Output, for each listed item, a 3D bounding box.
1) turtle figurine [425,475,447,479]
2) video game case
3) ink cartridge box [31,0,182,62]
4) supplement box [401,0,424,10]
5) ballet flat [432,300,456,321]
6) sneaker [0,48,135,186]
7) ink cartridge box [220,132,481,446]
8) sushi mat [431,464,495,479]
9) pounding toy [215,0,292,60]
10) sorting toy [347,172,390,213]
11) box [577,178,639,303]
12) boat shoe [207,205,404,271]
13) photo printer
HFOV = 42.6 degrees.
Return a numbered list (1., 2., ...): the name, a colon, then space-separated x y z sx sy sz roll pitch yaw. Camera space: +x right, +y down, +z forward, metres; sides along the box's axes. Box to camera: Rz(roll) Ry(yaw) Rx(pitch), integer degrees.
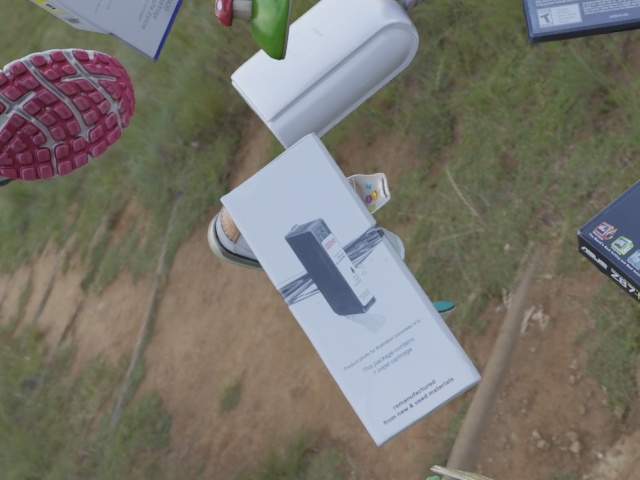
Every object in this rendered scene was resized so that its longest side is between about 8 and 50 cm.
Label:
1. turtle figurine: 0.321 0.592 1.736 0.274 0.266 0.198 -15 46 10
2. video game case: 0.317 -0.366 0.940 0.196 0.026 0.274 -7 75 5
3. ink cartridge box: -0.270 -0.415 0.958 0.072 0.307 0.304 14 79 44
4. supplement box: 0.216 -0.496 1.338 0.239 0.130 0.073 -30 1 2
5. ballet flat: 0.209 0.159 1.637 0.057 0.168 0.052 13 106 45
6. sneaker: -0.332 -0.110 0.821 0.299 0.121 0.112 -26 29 -9
7. ink cartridge box: 0.033 0.051 0.821 0.114 0.197 0.273 -33 79 2
8. sushi mat: 0.385 0.522 1.720 0.316 0.151 0.019 -2 71 59
9. pounding toy: -0.094 -0.389 1.204 0.183 0.110 0.237 -99 15 -67
10. sorting toy: 0.089 -0.079 1.409 0.075 0.044 0.083 -27 66 45
11. box: 0.750 0.026 1.577 0.318 0.097 0.395 -37 55 -5
12. boat shoe: 0.000 0.000 1.156 0.103 0.302 0.113 -41 49 53
13. photo printer: 0.011 -0.311 1.420 0.307 0.107 0.256 -38 36 2
